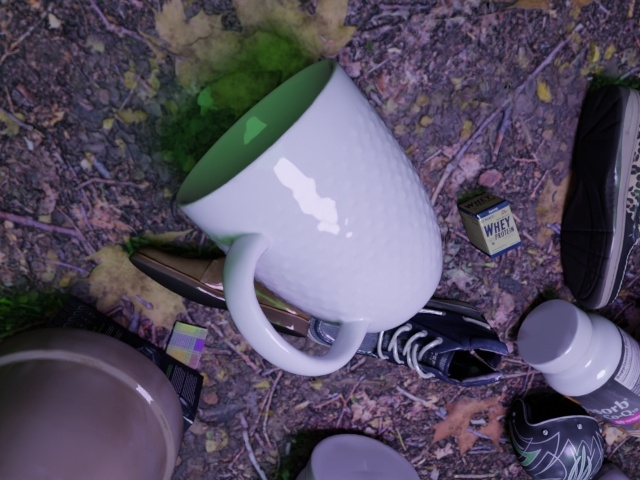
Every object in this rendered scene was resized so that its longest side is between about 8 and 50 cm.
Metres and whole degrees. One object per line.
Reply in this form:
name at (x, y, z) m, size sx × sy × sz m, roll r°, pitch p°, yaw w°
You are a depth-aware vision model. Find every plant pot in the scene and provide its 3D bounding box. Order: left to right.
plant pot at (-0.351, 0.314, 0.625) m, size 0.323 × 0.280 × 0.323 m, roll -2°, pitch 108°, yaw -6°

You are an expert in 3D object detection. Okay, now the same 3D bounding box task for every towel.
towel at (-0.234, 0.183, 0.886) m, size 0.060 × 0.009 × 0.083 m, roll 17°, pitch 103°, yaw -12°

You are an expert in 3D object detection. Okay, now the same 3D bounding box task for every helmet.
helmet at (0.445, 0.380, 0.962) m, size 0.169 × 0.161 × 0.169 m, roll -2°, pitch 108°, yaw -6°

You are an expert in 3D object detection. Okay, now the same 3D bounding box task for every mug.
mug at (0.000, 0.000, 0.686) m, size 0.276 × 0.374 × 0.328 m, roll -22°, pitch 122°, yaw 38°

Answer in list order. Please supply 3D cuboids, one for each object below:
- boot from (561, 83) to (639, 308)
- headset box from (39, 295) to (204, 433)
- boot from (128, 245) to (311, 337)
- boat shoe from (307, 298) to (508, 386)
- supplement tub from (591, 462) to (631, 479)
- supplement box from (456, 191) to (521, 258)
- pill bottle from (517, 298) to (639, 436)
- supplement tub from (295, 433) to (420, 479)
boot at (0.580, -0.069, 0.866) m, size 0.284 × 0.138 × 0.377 m, roll -2°, pitch 102°, yaw -8°
headset box at (-0.381, 0.266, 0.822) m, size 0.283 × 0.131 × 0.246 m, roll 38°, pitch 100°, yaw -15°
boot at (-0.150, 0.056, 0.831) m, size 0.305 × 0.112 × 0.115 m, roll 21°, pitch 73°, yaw -9°
boat shoe at (0.145, 0.161, 0.855) m, size 0.340 × 0.158 × 0.127 m, roll 3°, pitch 106°, yaw -9°
supplement tub at (0.549, 0.629, 1.038) m, size 0.316 × 0.193 × 0.193 m, roll -43°, pitch 108°, yaw 5°
supplement box at (0.282, -0.027, 0.857) m, size 0.056 × 0.083 × 0.083 m, roll -26°, pitch 108°, yaw -1°
pill bottle at (0.506, 0.229, 0.927) m, size 0.278 × 0.162 × 0.162 m, roll 31°, pitch 100°, yaw -15°
supplement tub at (0.042, 0.548, 0.918) m, size 0.235 × 0.235 × 0.325 m, roll 11°, pitch 105°, yaw -11°
